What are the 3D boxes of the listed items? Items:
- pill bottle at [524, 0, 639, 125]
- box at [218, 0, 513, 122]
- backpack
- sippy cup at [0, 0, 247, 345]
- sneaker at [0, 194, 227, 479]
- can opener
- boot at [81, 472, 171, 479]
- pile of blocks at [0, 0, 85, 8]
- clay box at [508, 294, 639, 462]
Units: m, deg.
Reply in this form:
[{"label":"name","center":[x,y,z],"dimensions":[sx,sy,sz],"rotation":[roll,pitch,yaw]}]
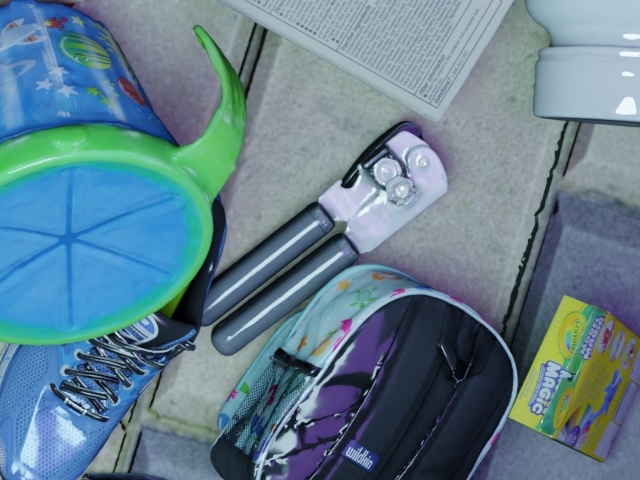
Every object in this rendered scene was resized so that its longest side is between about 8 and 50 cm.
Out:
[{"label":"pill bottle","center":[0.307,-0.303,1.633],"dimensions":[0.224,0.224,0.392],"rotation":[4,92,-16]},{"label":"box","center":[0.004,-0.250,1.585],"dimensions":[0.311,0.121,0.148],"rotation":[29,103,-16]},{"label":"backpack","center":[0.046,0.153,1.598],"dimensions":[0.225,0.191,0.253],"rotation":[34,91,-30]},{"label":"sippy cup","center":[-0.225,-0.070,1.447],"dimensions":[0.306,0.240,0.224],"rotation":[-5,50,-19]},{"label":"sneaker","center":[-0.189,0.081,1.555],"dimensions":[0.130,0.147,0.330],"rotation":[30,86,-16]},{"label":"can opener","center":[0.000,0.000,1.643],"dimensions":[0.280,0.093,0.074],"rotation":[-39,101,-1]},{"label":"boot","center":[-0.125,0.268,1.620],"dimensions":[0.219,0.082,0.106],"rotation":[0,96,-14]},{"label":"pile of blocks","center":[-0.358,-0.202,1.524],"dimensions":[0.362,0.149,0.112],"rotation":[-22,143,-4]},{"label":"clay box","center":[0.247,0.132,1.659],"dimensions":[0.053,0.222,0.127],"rotation":[23,86,28]}]
